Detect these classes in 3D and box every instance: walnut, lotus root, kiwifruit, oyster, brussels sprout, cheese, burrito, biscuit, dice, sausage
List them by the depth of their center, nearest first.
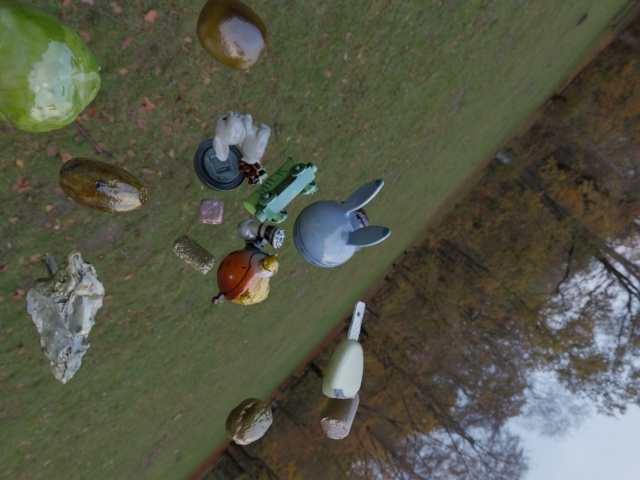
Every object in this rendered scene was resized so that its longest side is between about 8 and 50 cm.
[{"bbox_3d":[-0.593,0.168,0.947,0.166,0.110,0.341,-71,174,-55],"label":"oyster"},{"bbox_3d":[-0.743,-0.437,1.053,0.328,0.328,0.247,-52,-178,25],"label":"brussels sprout"},{"bbox_3d":[0.078,0.284,1.066,0.127,0.054,0.251,26,76,-49],"label":"cheese"},{"bbox_3d":[-0.862,0.104,1.304,0.042,0.171,0.051,-5,131,-44],"label":"burrito"},{"bbox_3d":[-0.278,-0.666,1.319,0.234,0.196,0.196,17,124,-33],"label":"kiwifruit"},{"bbox_3d":[-0.773,-0.203,1.462,0.193,0.291,0.193,-158,-90,-85],"label":"lotus root"},{"bbox_3d":[-0.270,0.679,1.521,0.155,0.155,0.184,-53,163,28],"label":"walnut"},{"bbox_3d":[-0.474,0.051,1.522,0.082,0.168,0.070,-49,175,-28],"label":"biscuit"},{"bbox_3d":[0.078,0.694,1.642,0.123,0.123,0.253,-50,173,17],"label":"sausage"},{"bbox_3d":[-0.448,-0.119,1.669,0.093,0.091,0.094,146,-52,-76],"label":"dice"}]

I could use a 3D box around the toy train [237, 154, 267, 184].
[{"bbox_3d":[-0.258,-0.271,1.547,0.087,0.138,0.050,-30,157,-19],"label":"toy train"}]

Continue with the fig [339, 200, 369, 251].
[{"bbox_3d":[0.076,-0.040,1.674,0.263,0.223,0.224,-24,168,3],"label":"fig"}]

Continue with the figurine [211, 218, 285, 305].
[{"bbox_3d":[-0.260,0.092,1.465,0.320,0.196,0.323,-9,-117,63],"label":"figurine"}]

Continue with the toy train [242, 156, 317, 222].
[{"bbox_3d":[-0.128,-0.161,1.265,0.253,0.157,0.105,-47,134,-17],"label":"toy train"}]

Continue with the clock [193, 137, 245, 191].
[{"bbox_3d":[-0.411,-0.309,1.673,0.226,0.226,0.049,-38,-168,-35],"label":"clock"}]

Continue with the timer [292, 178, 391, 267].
[{"bbox_3d":[0.058,-0.028,0.929,0.256,0.175,0.175,-15,-178,25],"label":"timer"}]

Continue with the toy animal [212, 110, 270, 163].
[{"bbox_3d":[-0.282,-0.359,1.444,0.127,0.193,0.178,-108,-152,-61],"label":"toy animal"}]
